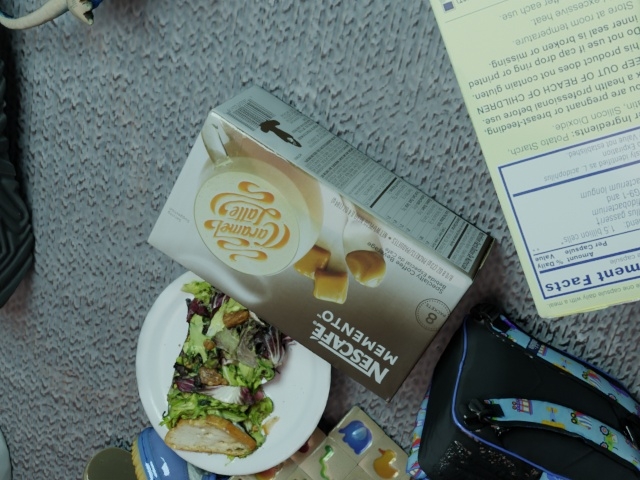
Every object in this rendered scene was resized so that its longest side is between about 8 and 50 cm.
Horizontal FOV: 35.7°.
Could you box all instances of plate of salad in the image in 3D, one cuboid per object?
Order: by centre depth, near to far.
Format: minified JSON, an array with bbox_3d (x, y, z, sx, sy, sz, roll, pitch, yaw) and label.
[{"bbox_3d":[-0.088,0.118,0.918,0.200,0.048,0.200,-1,87,21],"label":"plate of salad"}]

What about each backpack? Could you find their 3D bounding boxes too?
[{"bbox_3d":[0.174,0.156,0.812,0.173,0.158,0.117,24,126,-3],"label":"backpack"}]

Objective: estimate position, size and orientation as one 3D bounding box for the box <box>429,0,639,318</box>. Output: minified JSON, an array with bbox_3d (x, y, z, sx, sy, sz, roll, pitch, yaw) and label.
[{"bbox_3d":[0.179,-0.108,0.662,0.117,0.213,0.243,-15,105,25],"label":"box"}]

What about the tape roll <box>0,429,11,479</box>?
[{"bbox_3d":[-0.496,0.253,1.122,0.286,0.100,0.286,7,113,17],"label":"tape roll"}]

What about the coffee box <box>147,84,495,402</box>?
[{"bbox_3d":[0.000,0.000,0.837,0.246,0.098,0.141,34,118,5],"label":"coffee box"}]

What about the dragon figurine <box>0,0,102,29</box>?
[{"bbox_3d":[-0.153,-0.249,0.800,0.085,0.144,0.289,50,138,-6],"label":"dragon figurine"}]

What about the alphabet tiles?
[{"bbox_3d":[0.022,0.280,0.931,0.237,0.009,0.198,44,84,0],"label":"alphabet tiles"}]

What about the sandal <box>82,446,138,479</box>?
[{"bbox_3d":[-0.165,0.323,1.057,0.240,0.088,0.079,50,150,4],"label":"sandal"}]

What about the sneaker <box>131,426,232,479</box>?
[{"bbox_3d":[-0.057,0.280,0.985,0.131,0.112,0.296,-40,94,9],"label":"sneaker"}]

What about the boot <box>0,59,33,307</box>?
[{"bbox_3d":[-0.515,-0.126,0.931,0.445,0.146,0.367,14,127,17],"label":"boot"}]
